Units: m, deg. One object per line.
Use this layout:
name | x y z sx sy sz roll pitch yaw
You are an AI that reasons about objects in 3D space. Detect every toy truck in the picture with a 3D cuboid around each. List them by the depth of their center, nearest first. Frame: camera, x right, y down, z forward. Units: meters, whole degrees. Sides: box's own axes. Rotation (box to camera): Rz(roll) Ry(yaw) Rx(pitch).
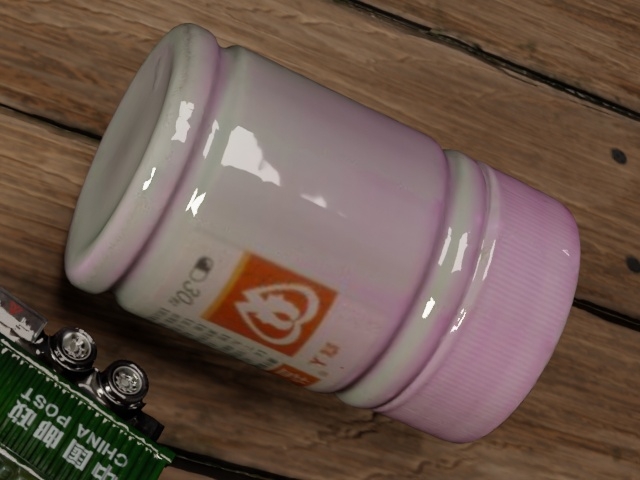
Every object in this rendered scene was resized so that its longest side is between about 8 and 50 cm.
toy truck | -0.218 0.089 1.104 0.259 0.088 0.121 37 45 -8

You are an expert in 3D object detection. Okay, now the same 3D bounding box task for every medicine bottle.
medicine bottle | 0.000 0.000 1.238 0.315 0.202 0.202 25 47 -17
